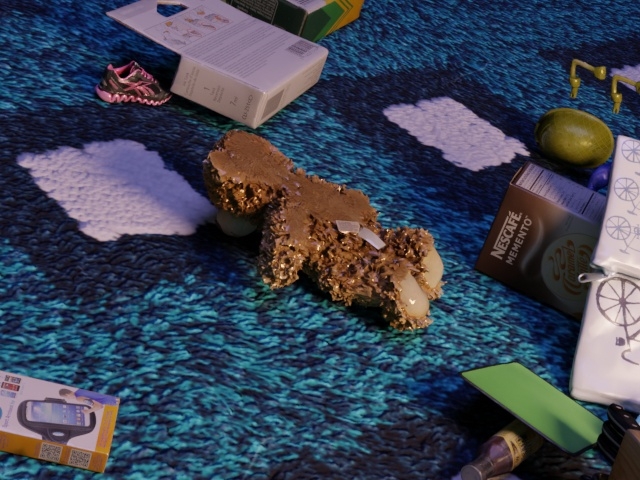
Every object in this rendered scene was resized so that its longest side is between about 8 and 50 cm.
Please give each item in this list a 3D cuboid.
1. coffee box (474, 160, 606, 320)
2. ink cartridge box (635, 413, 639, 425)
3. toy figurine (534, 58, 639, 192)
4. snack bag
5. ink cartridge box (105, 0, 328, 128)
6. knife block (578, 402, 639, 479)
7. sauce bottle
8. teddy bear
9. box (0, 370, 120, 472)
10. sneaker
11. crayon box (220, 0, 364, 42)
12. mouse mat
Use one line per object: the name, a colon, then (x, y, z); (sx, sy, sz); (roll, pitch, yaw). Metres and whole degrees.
coffee box: (0.343, 0.018, 1.607); (0.246, 0.141, 0.098); (26, 31, 12)
ink cartridge box: (0.425, 0.252, 1.357); (0.181, 0.061, 0.104); (31, 33, 20)
toy figurine: (0.488, -0.107, 1.858); (0.362, 0.191, 0.217); (25, 36, 10)
snack bag: (0.471, 0.070, 1.483); (0.323, 0.342, 0.037); (17, -14, -2)
ink cartridge box: (-0.153, -0.283, 1.846); (0.261, 0.066, 0.296); (26, 26, 8)
knife block: (0.330, 0.228, 1.166); (0.088, 0.276, 0.242); (15, 54, -6)
sauce bottle: (0.190, 0.222, 1.290); (0.042, 0.042, 0.128); (35, 36, 24)
teddy bear: (0.000, 0.000, 1.494); (0.338, 0.113, 0.245); (22, 37, -12)
box: (-0.258, 0.164, 1.137); (0.136, 0.028, 0.081); (16, 31, -10)
sneaker: (-0.255, -0.223, 1.727); (0.119, 0.057, 0.047); (-4, 37, -37)
crayon box: (-0.047, -0.443, 2.174); (0.202, 0.081, 0.318); (29, 32, 14)
mouse mat: (0.243, 0.182, 1.364); (0.152, 0.007, 0.189); (35, 14, 25)
